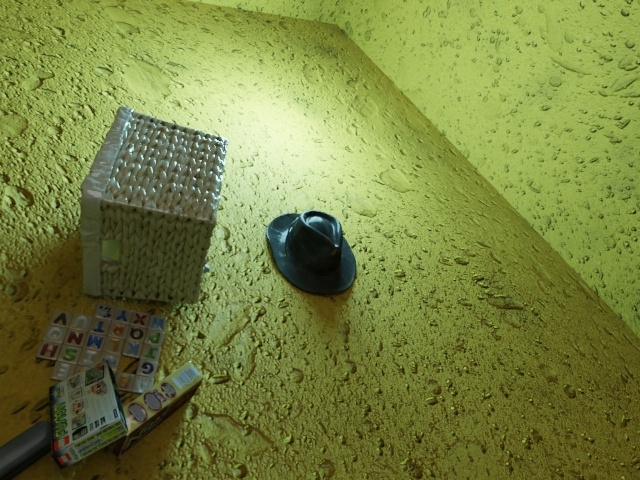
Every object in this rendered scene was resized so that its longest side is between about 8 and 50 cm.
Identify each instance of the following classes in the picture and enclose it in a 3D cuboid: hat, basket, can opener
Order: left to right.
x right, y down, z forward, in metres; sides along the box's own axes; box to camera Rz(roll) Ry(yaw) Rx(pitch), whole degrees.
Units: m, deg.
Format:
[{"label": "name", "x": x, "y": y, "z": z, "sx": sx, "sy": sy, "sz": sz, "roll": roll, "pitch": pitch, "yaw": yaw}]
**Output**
[{"label": "can opener", "x": -0.579, "y": 0.380, "z": 0.782, "sx": 0.095, "sy": 0.076, "sz": 0.283, "roll": 44, "pitch": 40, "yaw": 11}, {"label": "basket", "x": -0.383, "y": -0.068, "z": 1.144, "sx": 0.266, "sy": 0.328, "sz": 0.331, "roll": 11, "pitch": 44, "yaw": -14}, {"label": "hat", "x": 0.000, "y": 0.000, "z": 1.507, "sx": 0.331, "sy": 0.134, "sz": 0.331, "roll": 19, "pitch": 41, "yaw": -18}]

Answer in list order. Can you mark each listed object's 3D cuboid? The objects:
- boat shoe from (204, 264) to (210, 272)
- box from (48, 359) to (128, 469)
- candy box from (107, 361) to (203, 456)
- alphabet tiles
[{"label": "boat shoe", "x": -0.341, "y": 0.060, "z": 1.295, "sx": 0.100, "sy": 0.035, "sz": 0.035, "roll": 10, "pitch": 47, "yaw": -16}, {"label": "box", "x": -0.422, "y": 0.302, "z": 0.880, "sx": 0.114, "sy": 0.036, "sz": 0.207, "roll": -25, "pitch": 27, "yaw": -20}, {"label": "candy box", "x": -0.329, "y": 0.331, "z": 0.971, "sx": 0.053, "sy": 0.109, "sz": 0.186, "roll": 43, "pitch": 40, "yaw": 11}, {"label": "alphabet tiles", "x": -0.469, "y": 0.225, "z": 1.063, "sx": 0.237, "sy": 0.009, "sz": 0.198, "roll": 17, "pitch": 43, "yaw": -20}]
